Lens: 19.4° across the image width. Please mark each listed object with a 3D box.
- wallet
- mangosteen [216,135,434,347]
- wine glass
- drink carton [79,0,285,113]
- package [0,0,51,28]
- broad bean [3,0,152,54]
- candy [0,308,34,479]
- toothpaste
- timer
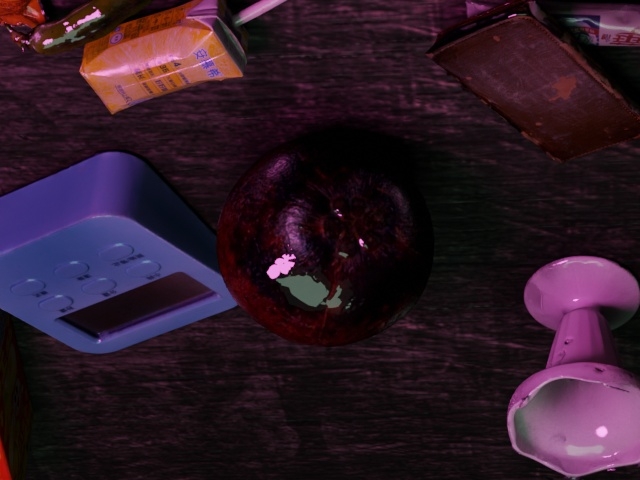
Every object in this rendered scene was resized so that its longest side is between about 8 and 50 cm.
[{"bbox_3d":[0.211,-0.149,1.767,0.122,0.031,0.232,-18,143,35],"label":"wallet"},{"bbox_3d":[-0.004,0.003,1.860,0.216,0.216,0.216,3,137,3],"label":"mangosteen"},{"bbox_3d":[0.274,0.128,1.964,0.165,0.196,0.165,2,137,1],"label":"wine glass"},{"bbox_3d":[-0.122,-0.183,1.758,0.200,0.074,0.084,-14,134,22],"label":"drink carton"},{"bbox_3d":[-0.292,-0.230,1.753,0.077,0.033,0.110,-3,143,-6],"label":"package"},{"bbox_3d":[-0.190,-0.229,1.724,0.227,0.039,0.069,-30,136,21],"label":"broad bean"},{"bbox_3d":[-0.392,0.168,2.116,0.088,0.146,0.276,1,136,3],"label":"candy"},{"bbox_3d":[0.251,-0.200,1.727,0.233,0.038,0.060,3,145,8],"label":"toothpaste"},{"bbox_3d":[-0.229,0.036,1.999,0.232,0.091,0.250,-22,134,26],"label":"timer"}]
